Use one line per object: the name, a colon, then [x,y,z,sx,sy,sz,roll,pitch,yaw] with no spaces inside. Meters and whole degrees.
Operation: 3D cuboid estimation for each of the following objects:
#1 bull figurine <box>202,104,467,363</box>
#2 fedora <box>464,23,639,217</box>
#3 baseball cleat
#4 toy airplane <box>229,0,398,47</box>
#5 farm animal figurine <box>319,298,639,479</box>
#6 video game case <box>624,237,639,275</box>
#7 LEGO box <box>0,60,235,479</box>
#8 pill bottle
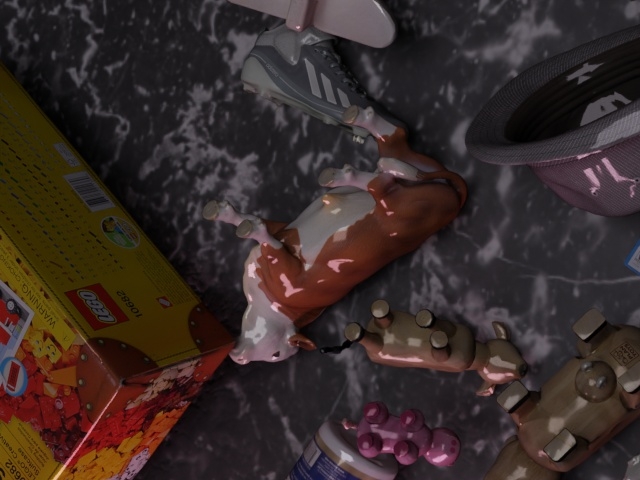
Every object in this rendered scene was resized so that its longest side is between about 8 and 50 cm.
bull figurine: [0.000,0.000,2.003,0.310,0.188,0.101,-37,42,12]
fedora: [0.288,-0.105,1.859,0.275,0.244,0.124,-18,113,35]
baseball cleat: [0.012,-0.171,2.045,0.206,0.072,0.109,23,92,20]
toy airplane: [0.036,-0.394,1.964,0.384,0.272,0.386,-23,115,33]
farm animal figurine: [0.205,0.174,1.902,0.326,0.172,0.330,-27,69,10]
video game case: [0.388,-0.013,1.892,0.119,0.015,0.166,37,104,22]
LEGO box: [-0.384,0.071,2.112,0.500,0.193,0.372,48,123,19]
pill bottle: [0.000,0.279,2.024,0.094,0.094,0.169,38,105,21]
